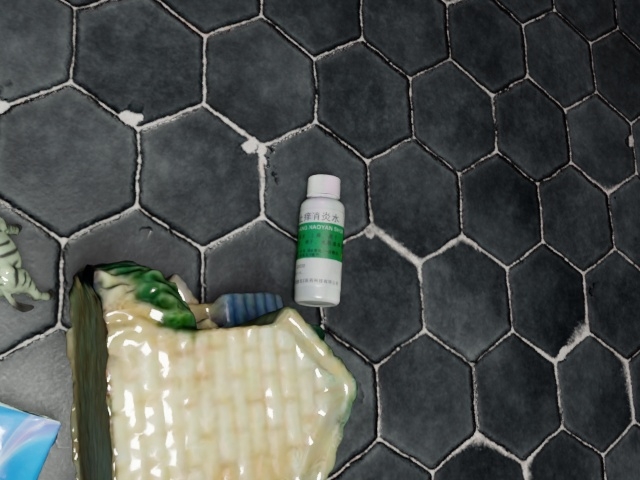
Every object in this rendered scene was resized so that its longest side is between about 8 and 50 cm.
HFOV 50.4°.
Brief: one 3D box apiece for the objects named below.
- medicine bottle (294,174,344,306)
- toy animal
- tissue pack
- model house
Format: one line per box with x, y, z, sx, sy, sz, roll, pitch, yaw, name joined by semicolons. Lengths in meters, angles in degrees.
0.000;0.000;1.364;0.095;0.095;0.260;11;73;-24;medicine bottle
-0.510;0.016;1.052;0.073;0.176;0.217;-28;91;1;toy animal
-0.524;0.360;0.987;0.198;0.146;0.263;26;69;-19;tissue pack
-0.160;0.214;1.039;0.400;0.445;0.395;0;76;-25;model house
